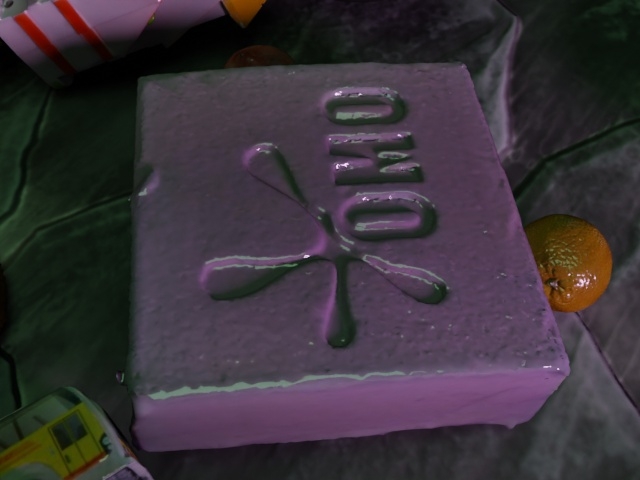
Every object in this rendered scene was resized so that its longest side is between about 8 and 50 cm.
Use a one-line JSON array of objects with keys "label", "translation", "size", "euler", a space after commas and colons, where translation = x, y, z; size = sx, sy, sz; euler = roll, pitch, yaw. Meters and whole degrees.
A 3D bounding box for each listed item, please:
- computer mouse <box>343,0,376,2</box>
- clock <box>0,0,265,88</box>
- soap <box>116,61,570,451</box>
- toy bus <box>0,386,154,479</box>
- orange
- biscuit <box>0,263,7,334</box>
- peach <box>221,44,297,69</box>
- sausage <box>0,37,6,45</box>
[{"label": "computer mouse", "translation": [0.039, -0.314, 0.774], "size": [0.270, 0.086, 0.137], "euler": [24, 73, 34]}, {"label": "clock", "translation": [-0.145, -0.303, 0.702], "size": [0.310, 0.166, 0.235], "euler": [-17, 59, 12]}, {"label": "soap", "translation": [0.000, 0.000, 0.565], "size": [0.285, 0.107, 0.296], "euler": [-5, 54, -7]}, {"label": "toy bus", "translation": [-0.242, 0.199, 0.476], "size": [0.268, 0.092, 0.106], "euler": [-30, 53, -15]}, {"label": "orange", "translation": [0.188, 0.018, 0.583], "size": [0.085, 0.085, 0.085], "euler": [0, 59, 0]}, {"label": "biscuit", "translation": [-0.314, 0.059, 0.593], "size": [0.126, 0.025, 0.206], "euler": [-9, 60, -4]}, {"label": "peach", "translation": [-0.053, -0.139, 0.682], "size": [0.083, 0.083, 0.083], "euler": [0, 59, 0]}, {"label": "sausage", "translation": [-0.453, -0.279, 0.683], "size": [0.287, 0.233, 0.233], "euler": [-6, 59, -3]}]
